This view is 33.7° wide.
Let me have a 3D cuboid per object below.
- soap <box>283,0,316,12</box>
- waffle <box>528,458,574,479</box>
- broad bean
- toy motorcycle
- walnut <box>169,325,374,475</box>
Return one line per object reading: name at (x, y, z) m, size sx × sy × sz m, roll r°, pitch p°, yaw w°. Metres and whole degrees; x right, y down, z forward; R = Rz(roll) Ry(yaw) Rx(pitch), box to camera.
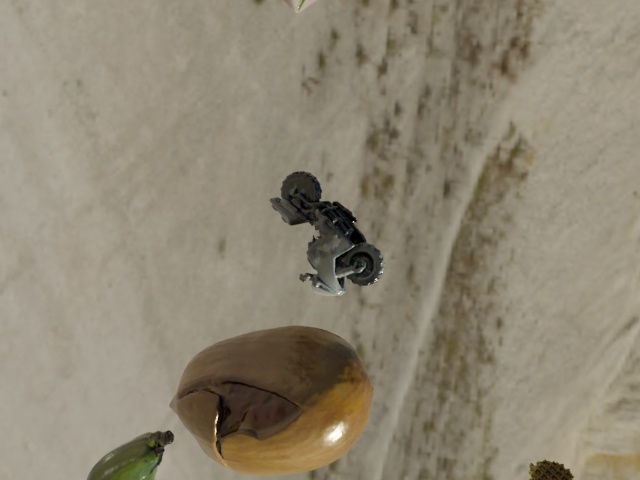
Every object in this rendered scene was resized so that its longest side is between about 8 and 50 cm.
soap at (-0.048, -0.443, 1.418) m, size 0.138 × 0.199 × 0.182 m, roll -38°, pitch 156°, yaw -17°
waffle at (0.379, 0.397, 1.735) m, size 0.085 × 0.078 × 0.016 m, roll -74°, pitch 179°, yaw -47°
broad bean at (-0.205, 0.256, 1.019) m, size 0.214 × 0.070 × 0.048 m, roll -53°, pitch -166°, yaw 14°
toy motorcycle at (0.000, 0.000, 2.052) m, size 0.159 × 0.270 × 0.106 m, roll -47°, pitch 167°, yaw 22°
walnut at (-0.071, 0.219, 1.426) m, size 0.203 × 0.297 × 0.203 m, roll 30°, pitch 56°, yaw -58°
